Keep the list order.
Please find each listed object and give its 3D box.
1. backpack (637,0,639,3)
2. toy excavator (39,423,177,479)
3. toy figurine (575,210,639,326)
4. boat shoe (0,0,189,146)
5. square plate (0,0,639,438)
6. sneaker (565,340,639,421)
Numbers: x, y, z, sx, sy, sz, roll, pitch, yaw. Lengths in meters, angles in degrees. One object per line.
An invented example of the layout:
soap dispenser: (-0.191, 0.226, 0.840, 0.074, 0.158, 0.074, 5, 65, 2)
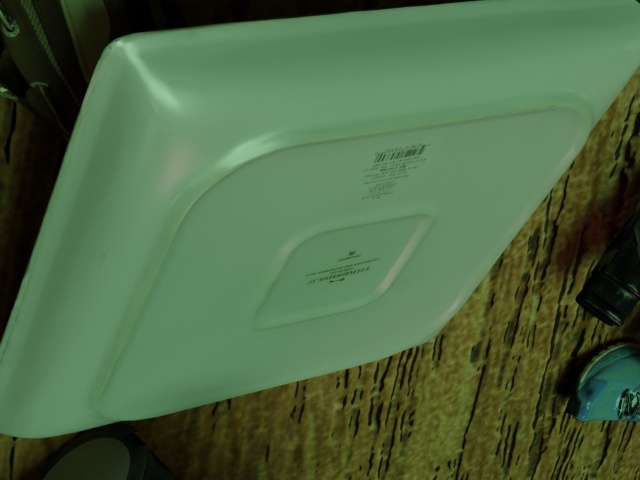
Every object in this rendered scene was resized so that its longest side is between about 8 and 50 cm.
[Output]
backpack: (0.104, -0.217, 0.643, 0.263, 0.276, 0.213, 1, 119, -24)
toy excavator: (-0.201, 0.352, 0.887, 0.445, 0.433, 0.222, -51, 127, -22)
toy figurine: (0.317, 0.049, 1.010, 0.148, 0.213, 0.209, -53, 131, -3)
boat shoe: (-0.123, -0.094, 0.730, 0.095, 0.095, 0.257, 2, 141, 11)
square plate: (0.000, 0.000, 0.796, 0.347, 0.049, 0.344, -11, 150, -32)
sneaker: (0.275, 0.124, 1.138, 0.162, 0.073, 0.063, -7, 128, -26)
